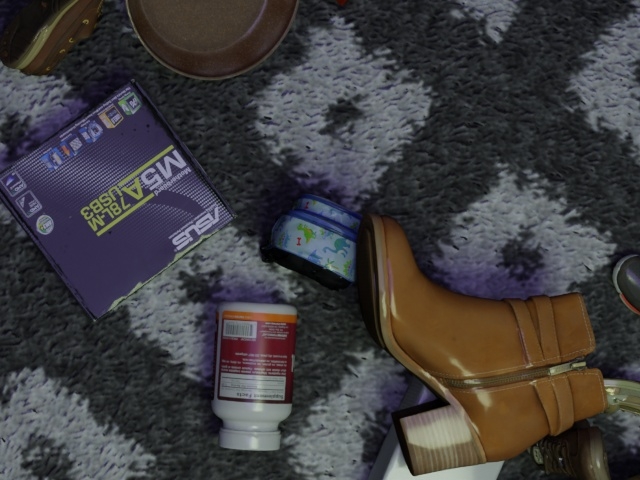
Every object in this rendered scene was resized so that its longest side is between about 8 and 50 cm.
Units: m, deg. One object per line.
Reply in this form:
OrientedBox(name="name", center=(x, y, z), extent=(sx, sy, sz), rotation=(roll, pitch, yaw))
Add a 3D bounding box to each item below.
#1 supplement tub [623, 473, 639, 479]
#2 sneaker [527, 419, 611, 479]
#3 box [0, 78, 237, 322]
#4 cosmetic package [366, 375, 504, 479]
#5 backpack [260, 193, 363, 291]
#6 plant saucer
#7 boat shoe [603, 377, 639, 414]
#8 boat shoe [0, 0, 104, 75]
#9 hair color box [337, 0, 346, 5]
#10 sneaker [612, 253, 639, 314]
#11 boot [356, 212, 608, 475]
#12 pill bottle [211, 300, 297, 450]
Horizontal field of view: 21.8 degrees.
OrientedBox(name="supplement tub", center=(0.349, 0.361, 1.704), extent=(0.331, 0.241, 0.241), rotation=(-19, 90, -8))
OrientedBox(name="sneaker", center=(0.256, 0.226, 1.723), extent=(0.071, 0.188, 0.066), rotation=(-12, 89, 2))
OrientedBox(name="box", center=(-0.216, -0.042, 1.741), extent=(0.191, 0.045, 0.184), rotation=(-36, 90, -7))
OrientedBox(name="cosmetic package", center=(0.144, 0.190, 1.763), extent=(0.117, 0.085, 0.231), rotation=(26, 87, -6))
OrientedBox(name="backpack", center=(0.000, 0.000, 1.733), extent=(0.105, 0.114, 0.084), rotation=(23, 85, -5))
OrientedBox(name="plant saucer", center=(-0.116, -0.269, 1.740), extent=(0.199, 0.036, 0.198), rotation=(-7, 107, -24))
OrientedBox(name="boat shoe", center=(0.333, 0.176, 1.803), extent=(0.153, 0.056, 0.048), rotation=(7, 82, -15))
OrientedBox(name="boat shoe", center=(-0.257, -0.241, 1.716), extent=(0.178, 0.060, 0.064), rotation=(-46, 51, 16))
OrientedBox(name="hair color box", center=(0.005, -0.346, 1.778), extent=(0.093, 0.053, 0.167), rotation=(-42, 92, -6))
OrientedBox(name="sneaker", center=(0.387, 0.074, 1.807), extent=(0.158, 0.065, 0.061), rotation=(44, 83, -4))
OrientedBox(name="boot", center=(0.163, 0.084, 1.668), extent=(0.220, 0.109, 0.283), rotation=(-17, 94, -7))
OrientedBox(name="pill bottle", center=(-0.070, 0.140, 1.733), extent=(0.086, 0.086, 0.152), rotation=(4, 88, -8))
